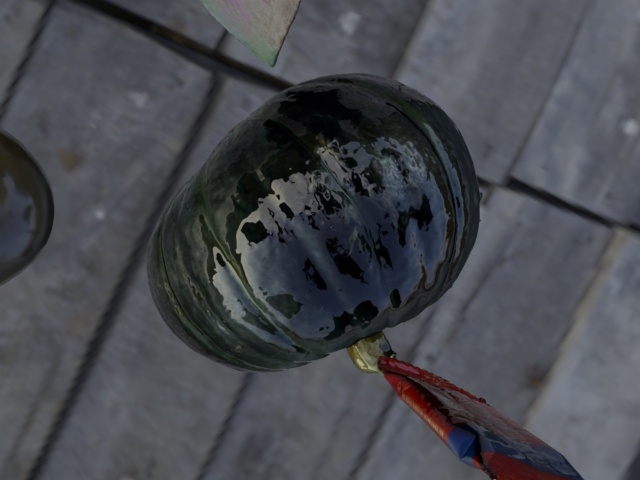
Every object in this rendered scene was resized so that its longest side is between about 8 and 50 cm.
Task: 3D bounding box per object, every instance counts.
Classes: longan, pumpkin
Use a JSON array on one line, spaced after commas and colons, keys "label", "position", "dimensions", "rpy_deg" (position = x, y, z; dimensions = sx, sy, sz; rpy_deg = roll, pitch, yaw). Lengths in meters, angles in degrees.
[{"label": "longan", "position": [-0.195, -0.013, 0.994], "dimensions": [0.106, 0.119, 0.106], "rpy_deg": [-1, 127, -2]}, {"label": "pumpkin", "position": [0.000, 0.000, 1.326], "dimensions": [0.250, 0.250, 0.216], "rpy_deg": [-23, 91, -18]}]

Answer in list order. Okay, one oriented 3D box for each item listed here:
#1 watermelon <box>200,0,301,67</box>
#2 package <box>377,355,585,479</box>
[{"label": "watermelon", "position": [-0.019, -0.337, 1.231], "dimensions": [0.222, 0.292, 0.319], "rpy_deg": [-35, 86, -23]}, {"label": "package", "position": [0.098, 0.115, 1.091], "dimensions": [0.083, 0.200, 0.022], "rpy_deg": [19, 99, -21]}]
